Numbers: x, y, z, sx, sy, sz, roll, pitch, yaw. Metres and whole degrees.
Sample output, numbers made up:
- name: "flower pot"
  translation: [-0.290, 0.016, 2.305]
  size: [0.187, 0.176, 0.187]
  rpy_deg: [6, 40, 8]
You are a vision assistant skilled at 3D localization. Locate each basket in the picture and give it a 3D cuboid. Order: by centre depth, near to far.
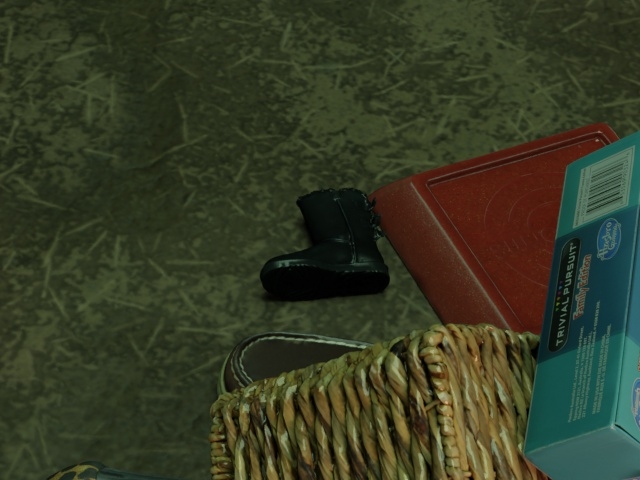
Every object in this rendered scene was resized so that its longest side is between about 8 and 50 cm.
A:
- name: "basket"
  translation: [0.079, 0.224, 1.248]
  size: [0.213, 0.223, 0.299]
  rpy_deg: [8, 66, -48]

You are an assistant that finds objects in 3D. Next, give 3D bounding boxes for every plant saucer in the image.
- name: "plant saucer"
  translation: [0.208, 0.002, 1.580]
  size: [0.258, 0.048, 0.259]
  rpy_deg: [-16, 52, -20]

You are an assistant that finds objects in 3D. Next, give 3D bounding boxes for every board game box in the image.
- name: "board game box"
  translation: [0.292, 0.122, 1.292]
  size: [0.336, 0.079, 0.254]
  rpy_deg: [39, 46, -28]

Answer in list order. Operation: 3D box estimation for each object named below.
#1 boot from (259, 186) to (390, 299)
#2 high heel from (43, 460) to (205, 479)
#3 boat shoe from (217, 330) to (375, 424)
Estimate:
- name: "boot"
  translation: [0.000, 0.000, 1.560]
  size: [0.121, 0.045, 0.099]
  rpy_deg: [-1, 49, -16]
- name: "high heel"
  translation: [-0.165, 0.281, 1.282]
  size: [0.186, 0.093, 0.261]
  rpy_deg: [1, 57, 29]
- name: "boat shoe"
  translation: [0.089, 0.119, 1.403]
  size: [0.342, 0.123, 0.123]
  rpy_deg: [17, 48, 9]
